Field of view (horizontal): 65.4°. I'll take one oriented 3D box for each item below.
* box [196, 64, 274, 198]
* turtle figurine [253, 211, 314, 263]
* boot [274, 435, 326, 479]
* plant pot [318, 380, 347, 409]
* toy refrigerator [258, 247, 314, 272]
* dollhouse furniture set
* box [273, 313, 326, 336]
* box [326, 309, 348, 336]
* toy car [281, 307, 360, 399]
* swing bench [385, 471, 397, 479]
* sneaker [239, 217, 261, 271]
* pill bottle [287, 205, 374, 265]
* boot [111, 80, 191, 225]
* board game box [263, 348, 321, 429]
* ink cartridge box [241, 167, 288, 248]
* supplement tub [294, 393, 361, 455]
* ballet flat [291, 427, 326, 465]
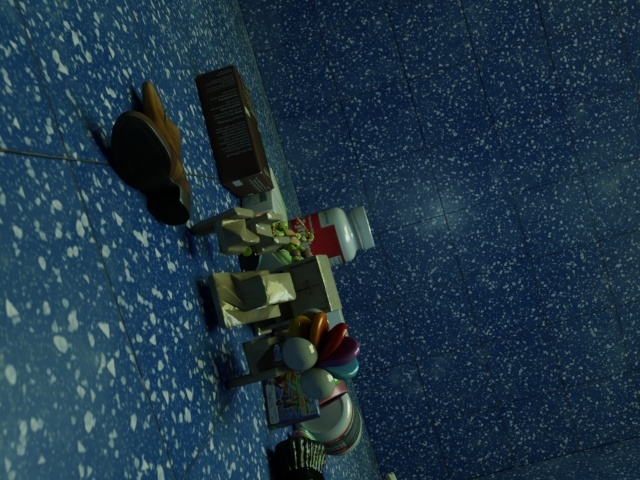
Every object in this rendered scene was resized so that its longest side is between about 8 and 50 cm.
[{"bbox_3d":[-0.276,-0.349,1.631,0.191,0.143,0.381,52,24,-79],"label":"box"},{"bbox_3d":[-0.099,0.007,1.605,0.269,0.087,0.217,17,33,-54],"label":"turtle figurine"},{"bbox_3d":[-0.046,0.568,1.125,0.348,0.131,0.260,86,0,-54],"label":"boot"},{"bbox_3d":[-0.050,0.408,1.453,0.180,0.201,0.201,59,-1,20],"label":"plant pot"},{"bbox_3d":[-0.100,0.086,1.692,0.102,0.094,0.269,43,16,23],"label":"toy refrigerator"},{"bbox_3d":[-0.158,0.144,1.236,0.394,0.256,0.362,3,69,-63],"label":"dollhouse furniture set"},{"bbox_3d":[-0.069,0.218,1.563,0.232,0.148,0.127,88,16,-48],"label":"box"},{"bbox_3d":[0.025,0.407,2.311,0.119,0.181,0.182,46,28,-82],"label":"box"},{"bbox_3d":[0.015,0.230,1.054,0.182,0.136,0.159,61,26,-18],"label":"toy car"},{"bbox_3d":[0.137,0.853,1.590,0.253,0.254,0.165,64,10,-64],"label":"swing bench"},{"bbox_3d":[-0.214,0.010,1.519,0.082,0.069,0.209,73,2,-66],"label":"sneaker"},{"bbox_3d":[0.000,0.000,2.012,0.229,0.407,0.229,-17,90,-86],"label":"pill bottle"},{"bbox_3d":[-0.311,-0.210,0.946,0.264,0.096,0.280,67,7,-55],"label":"boot"},{"bbox_3d":[-0.084,0.385,1.331,0.035,0.136,0.201,66,9,-56],"label":"board game box"},{"bbox_3d":[-0.192,-0.077,1.773,0.353,0.119,0.207,-100,173,-52],"label":"ink cartridge box"},{"bbox_3d":[0.029,0.589,1.634,0.272,0.191,0.191,67,8,-52],"label":"supplement tub"},{"bbox_3d":[-0.035,0.643,1.482,0.079,0.077,0.221,-72,152,-43],"label":"ballet flat"}]
